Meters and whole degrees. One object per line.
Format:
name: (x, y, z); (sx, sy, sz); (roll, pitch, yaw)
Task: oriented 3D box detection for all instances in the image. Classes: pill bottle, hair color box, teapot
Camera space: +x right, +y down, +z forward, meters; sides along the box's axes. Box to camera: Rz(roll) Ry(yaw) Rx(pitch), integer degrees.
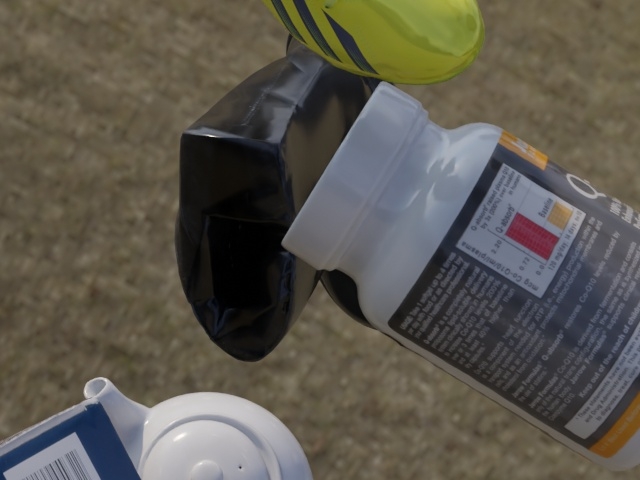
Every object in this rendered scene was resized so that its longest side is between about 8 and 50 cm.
pill bottle: (0.125, 0.020, 1.265); (0.278, 0.162, 0.162); (32, 30, -1)
hair color box: (-0.305, 0.240, 1.369); (0.105, 0.347, 0.174); (63, 31, 1)
teapot: (-0.116, 0.274, 2.036); (0.256, 0.187, 0.252); (-4, 73, -7)

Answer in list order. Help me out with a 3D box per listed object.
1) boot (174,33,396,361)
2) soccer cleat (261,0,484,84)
boot: (-0.001, -0.002, 1.798); (0.445, 0.146, 0.367); (-65, 142, -67)
soccer cleat: (-0.022, -0.197, 1.133); (0.289, 0.093, 0.121); (44, -3, 20)
